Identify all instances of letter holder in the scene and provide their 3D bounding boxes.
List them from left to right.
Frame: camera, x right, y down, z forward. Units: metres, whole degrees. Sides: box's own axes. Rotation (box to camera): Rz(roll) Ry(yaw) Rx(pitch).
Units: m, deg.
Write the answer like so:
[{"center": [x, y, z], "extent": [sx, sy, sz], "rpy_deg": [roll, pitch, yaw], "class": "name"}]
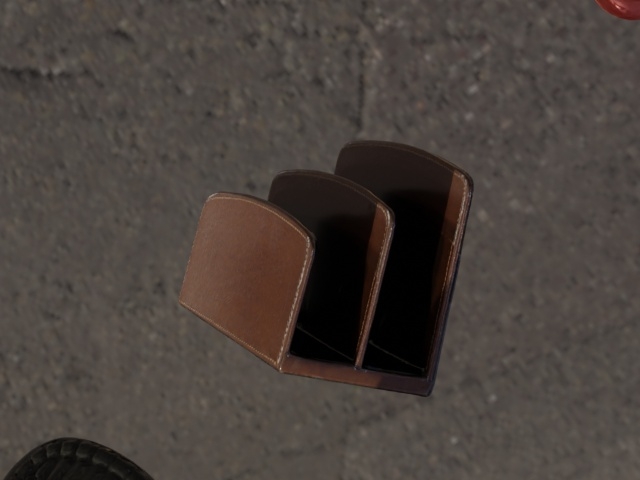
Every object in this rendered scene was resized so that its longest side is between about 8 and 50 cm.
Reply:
[{"center": [0.000, 0.000, 1.467], "extent": [0.152, 0.302, 0.214], "rpy_deg": [12, 95, -23], "class": "letter holder"}]

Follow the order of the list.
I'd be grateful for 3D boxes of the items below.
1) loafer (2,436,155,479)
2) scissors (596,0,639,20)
[{"center": [-0.063, 0.174, 0.680], "extent": [0.080, 0.220, 0.078], "rpy_deg": [-44, 152, -13], "class": "loafer"}, {"center": [0.247, -0.234, 0.957], "extent": [0.021, 0.109, 0.297], "rpy_deg": [101, 12, -58], "class": "scissors"}]
